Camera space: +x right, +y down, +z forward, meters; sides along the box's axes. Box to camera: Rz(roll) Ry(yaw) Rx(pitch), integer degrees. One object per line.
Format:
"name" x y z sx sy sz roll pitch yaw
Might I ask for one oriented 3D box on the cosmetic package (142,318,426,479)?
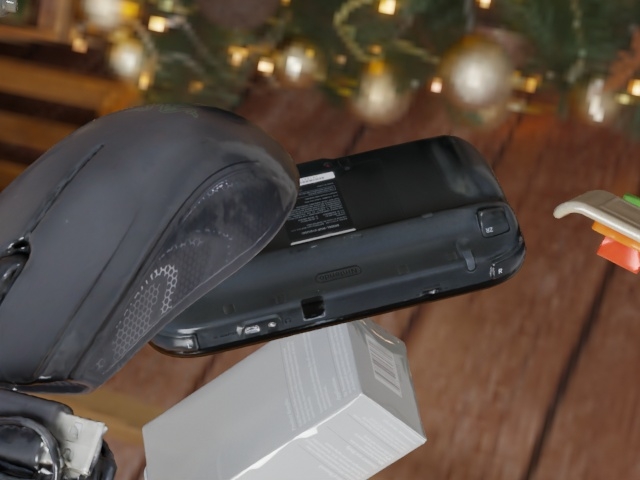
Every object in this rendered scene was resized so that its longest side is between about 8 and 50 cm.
"cosmetic package" -0.037 0.171 1.551 0.107 0.238 0.127 37 28 -36

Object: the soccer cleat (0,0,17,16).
"soccer cleat" -0.434 -0.434 2.226 0.116 0.143 0.331 -79 -178 -58

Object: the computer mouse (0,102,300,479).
"computer mouse" -0.111 0.007 0.820 0.272 0.188 0.072 -47 131 -39

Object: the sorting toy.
"sorting toy" 0.291 0.013 1.461 0.047 0.196 0.347 -69 167 10

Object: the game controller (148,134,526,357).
"game controller" 0.000 0.000 1.427 0.166 0.319 0.067 -113 -167 -51
